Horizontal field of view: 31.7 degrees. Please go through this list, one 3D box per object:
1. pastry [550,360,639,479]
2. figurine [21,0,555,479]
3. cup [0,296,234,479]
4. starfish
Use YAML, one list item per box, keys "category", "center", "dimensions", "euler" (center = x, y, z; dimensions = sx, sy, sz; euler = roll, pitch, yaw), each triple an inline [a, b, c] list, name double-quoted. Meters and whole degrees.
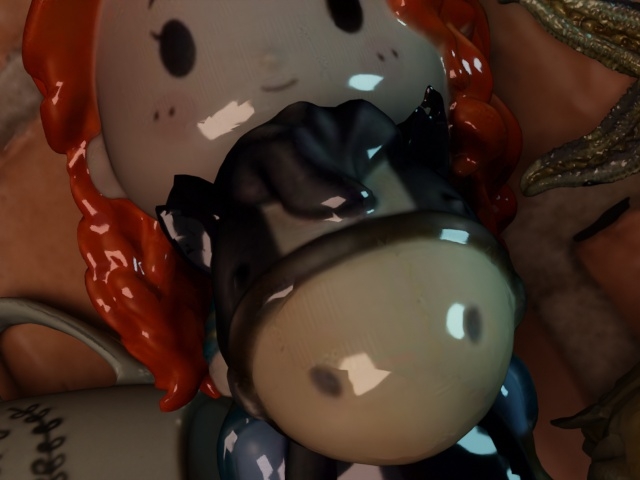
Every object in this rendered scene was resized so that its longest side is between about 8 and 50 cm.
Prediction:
- category: "pastry"
  center: [0.266, 0.150, 0.477]
  dimensions: [0.329, 0.136, 0.330]
  euler: [6, 105, 25]
- category: "figurine"
  center: [0.000, 0.004, 0.495]
  dimensions: [0.241, 0.412, 0.306]
  euler: [-24, 131, 9]
- category: "cup"
  center: [-0.160, 0.145, 0.698]
  dimensions: [0.234, 0.186, 0.258]
  euler: [-20, 65, 17]
- category: "starfish"
  center: [0.185, -0.100, 0.551]
  dimensions: [0.208, 0.053, 0.176]
  euler: [10, 103, 18]
